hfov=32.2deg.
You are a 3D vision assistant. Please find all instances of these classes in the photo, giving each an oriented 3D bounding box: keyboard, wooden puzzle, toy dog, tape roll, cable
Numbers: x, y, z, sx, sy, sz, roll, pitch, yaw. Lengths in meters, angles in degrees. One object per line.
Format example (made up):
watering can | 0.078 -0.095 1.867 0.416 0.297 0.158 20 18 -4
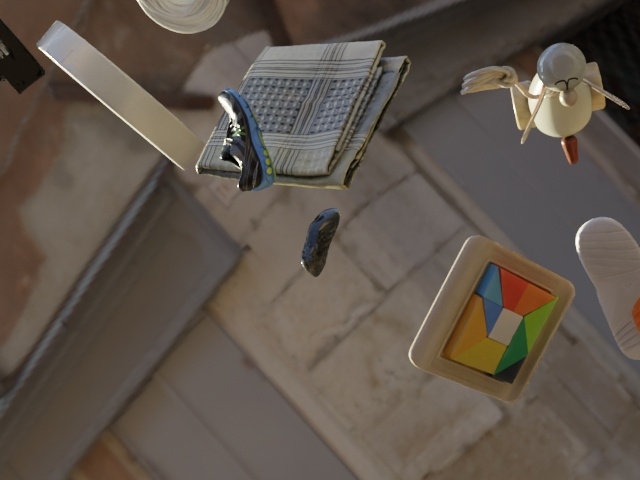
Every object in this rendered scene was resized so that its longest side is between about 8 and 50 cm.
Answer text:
keyboard | -0.655 -0.386 2.248 0.100 0.192 0.038 -36 27 3
wooden puzzle | 0.273 0.129 1.713 0.044 0.238 0.221 32 96 56
toy dog | 0.385 -0.208 1.780 0.220 0.161 0.333 -17 -5 31
tape roll | -0.400 -0.290 2.229 0.072 0.392 0.392 -49 -6 -2
cable | -0.347 -0.646 2.772 0.257 0.257 0.089 -15 27 22

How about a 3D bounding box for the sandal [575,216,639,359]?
sandal | 0.438 0.055 1.578 0.102 0.265 0.076 -23 29 16

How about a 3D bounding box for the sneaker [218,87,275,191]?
sneaker | -0.133 -0.164 1.786 0.078 0.188 0.067 -21 -19 4

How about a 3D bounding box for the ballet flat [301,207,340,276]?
ballet flat | 0.000 0.000 2.254 0.049 0.057 0.173 68 -146 -41

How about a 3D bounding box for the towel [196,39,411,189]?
towel | -0.032 -0.228 1.931 0.312 0.324 0.056 -63 -36 -29
